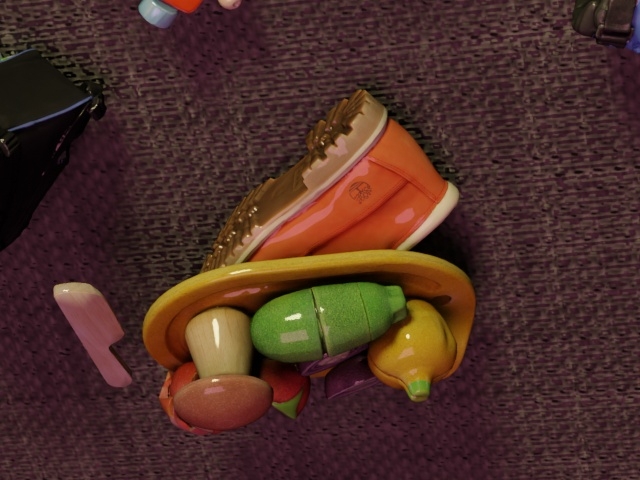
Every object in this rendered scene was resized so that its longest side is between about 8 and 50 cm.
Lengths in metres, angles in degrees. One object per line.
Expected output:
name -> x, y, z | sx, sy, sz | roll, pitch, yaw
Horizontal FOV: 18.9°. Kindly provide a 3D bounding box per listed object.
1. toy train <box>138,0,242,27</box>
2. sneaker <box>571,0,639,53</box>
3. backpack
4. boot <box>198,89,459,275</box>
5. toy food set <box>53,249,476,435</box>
toy train -> -0.068, -0.189, 0.916 | 0.125, 0.046, 0.166 | 22, 120, -23
sneaker -> 0.162, -0.093, 0.917 | 0.085, 0.058, 0.152 | -3, 117, 6
backpack -> -0.184, -0.042, 0.998 | 0.084, 0.105, 0.114 | 38, 125, 13
boot -> 0.000, 0.000, 1.015 | 0.085, 0.059, 0.158 | 38, 121, -20
toy food set -> -0.022, 0.069, 1.011 | 0.218, 0.071, 0.128 | -6, 150, -1
